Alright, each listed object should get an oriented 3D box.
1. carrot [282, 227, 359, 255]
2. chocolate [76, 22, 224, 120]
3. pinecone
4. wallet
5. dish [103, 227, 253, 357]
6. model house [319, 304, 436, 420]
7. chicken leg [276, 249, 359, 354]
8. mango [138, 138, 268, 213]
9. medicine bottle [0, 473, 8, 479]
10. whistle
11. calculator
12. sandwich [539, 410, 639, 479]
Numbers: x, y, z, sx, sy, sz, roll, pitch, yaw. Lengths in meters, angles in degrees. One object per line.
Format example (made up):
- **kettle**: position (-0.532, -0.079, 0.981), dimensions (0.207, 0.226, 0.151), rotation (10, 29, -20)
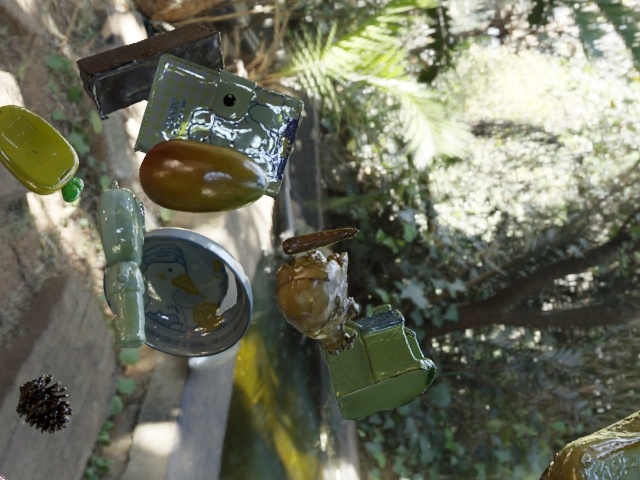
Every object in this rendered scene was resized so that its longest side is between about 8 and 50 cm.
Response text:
- **carrot**: position (0.000, 0.000, 1.757), dimensions (0.047, 0.191, 0.047), rotation (169, -90, -79)
- **chocolate**: position (-0.373, -0.382, 1.582), dimensions (0.112, 0.321, 0.112), rotation (41, -33, 36)
- **pinecone**: position (-0.521, 0.312, 1.370), dimensions (0.102, 0.102, 0.109), rotation (-16, 82, -83)
- **wallet**: position (-0.205, -0.232, 1.497), dimensions (0.077, 0.309, 0.223), rotation (-146, -105, -80)
- **dish**: position (-0.245, 0.072, 1.346), dimensions (0.134, 0.273, 0.273), rotation (-72, 154, -55)
- **model house**: position (0.113, 0.242, 1.523), dimensions (0.195, 0.214, 0.189), rotation (69, 1, -61)
- **chicken leg**: position (0.004, 0.080, 0.917), dimensions (0.207, 0.085, 0.101), rotation (64, 27, -54)
- **mango**: position (-0.196, -0.103, 1.186), dimensions (0.151, 0.221, 0.120), rotation (-3, 100, -59)
- **medicine bottle**: position (-0.335, 0.274, 0.593), dimensions (0.188, 0.119, 0.094), rotation (-58, -162, -16)
- **whistle**: position (-0.286, 0.029, 1.067), dimensions (0.126, 0.067, 0.258), rotation (107, -25, -68)
- **calculator**: position (-0.577, -0.176, 1.490), dimensions (0.235, 0.032, 0.146), rotation (47, 45, -22)
- **sandwich**: position (0.394, 0.325, 0.859), dimensions (0.087, 0.251, 0.226), rotation (-34, -109, 60)
